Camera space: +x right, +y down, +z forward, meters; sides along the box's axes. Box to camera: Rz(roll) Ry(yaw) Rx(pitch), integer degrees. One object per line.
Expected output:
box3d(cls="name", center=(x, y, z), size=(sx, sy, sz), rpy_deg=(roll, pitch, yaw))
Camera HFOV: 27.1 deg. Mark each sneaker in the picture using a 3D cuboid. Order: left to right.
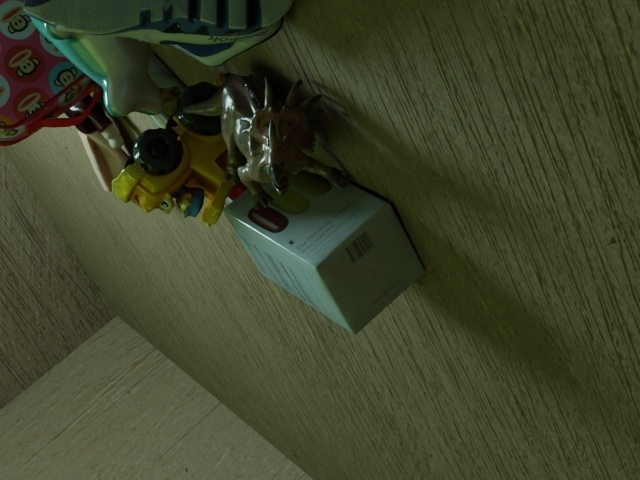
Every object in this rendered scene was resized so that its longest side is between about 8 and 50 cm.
box3d(cls="sneaker", center=(-0.180, -0.268, 1.552), size=(0.315, 0.127, 0.182), rpy_deg=(5, 169, 3))

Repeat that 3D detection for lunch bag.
box3d(cls="lunch bag", center=(-0.449, -0.294, 2.095), size=(0.258, 0.293, 0.120), rpy_deg=(50, 159, 3))

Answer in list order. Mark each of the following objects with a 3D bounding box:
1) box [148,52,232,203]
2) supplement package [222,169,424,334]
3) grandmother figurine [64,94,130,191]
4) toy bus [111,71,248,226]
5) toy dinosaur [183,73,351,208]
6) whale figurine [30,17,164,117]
box3d(cls="box", center=(-0.186, -0.159, 2.097), size=(0.324, 0.063, 0.067), rpy_deg=(47, 165, 11))
box3d(cls="supplement package", center=(0.000, 0.000, 1.820), size=(0.244, 0.139, 0.134), rpy_deg=(29, 155, 50))
box3d(cls="grandmother figurine", center=(-0.452, -0.231, 2.593), size=(0.208, 0.104, 0.342), rpy_deg=(23, 152, 41))
box3d(cls="toy bus", center=(-0.161, -0.096, 1.915), size=(0.211, 0.220, 0.149), rpy_deg=(45, 159, -3))
box3d(cls="toy dinosaur", center=(-0.079, -0.153, 1.729), size=(0.295, 0.127, 0.200), rpy_deg=(44, 164, 36))
box3d(cls="whale figurine", center=(-0.317, -0.288, 1.863), size=(0.141, 0.216, 0.272), rpy_deg=(-25, 84, 33))
